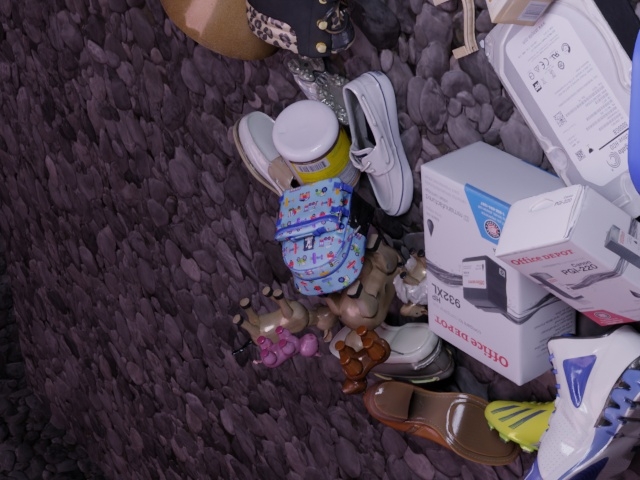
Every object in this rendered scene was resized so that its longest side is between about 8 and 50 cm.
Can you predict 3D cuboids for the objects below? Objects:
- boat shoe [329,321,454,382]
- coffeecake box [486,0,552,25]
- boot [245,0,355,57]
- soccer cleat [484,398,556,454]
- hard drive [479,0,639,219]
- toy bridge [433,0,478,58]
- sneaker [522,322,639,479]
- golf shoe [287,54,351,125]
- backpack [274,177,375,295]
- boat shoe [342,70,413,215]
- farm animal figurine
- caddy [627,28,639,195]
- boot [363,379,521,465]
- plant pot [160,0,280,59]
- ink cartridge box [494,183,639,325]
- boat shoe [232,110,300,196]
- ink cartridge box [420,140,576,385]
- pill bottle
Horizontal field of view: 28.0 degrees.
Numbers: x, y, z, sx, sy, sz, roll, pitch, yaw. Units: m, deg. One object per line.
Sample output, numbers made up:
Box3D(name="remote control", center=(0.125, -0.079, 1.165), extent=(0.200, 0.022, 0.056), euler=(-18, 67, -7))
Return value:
Box3D(name="boat shoe", center=(0.127, 0.206, 2.350), extent=(0.091, 0.109, 0.305), euler=(47, 156, -23))
Box3D(name="coffeecake box", center=(0.262, -0.400, 1.681), extent=(0.142, 0.068, 0.185), euler=(124, 142, -54))
Box3D(name="boot", center=(0.027, -0.417, 1.949), extent=(0.377, 0.138, 0.284), euler=(13, 138, 17))
Box3D(name="soccer cleat", center=(0.380, 0.296, 2.074), extent=(0.289, 0.093, 0.121), euler=(19, 96, 56))
Box3D(name="hard drive", center=(0.372, -0.192, 1.737), extent=(0.339, 0.064, 0.237), euler=(60, 149, 7))
Box3D(name="toy bridge", center=(0.196, -0.369, 1.915), extent=(0.063, 0.026, 0.188), euler=(-11, 101, 56))
Box3D(name="sneaker", center=(0.397, 0.240, 1.910), extent=(0.315, 0.127, 0.182), euler=(-56, 45, 22))
Box3D(name="golf shoe", center=(0.014, -0.257, 2.257), extent=(0.176, 0.069, 0.086), euler=(52, 168, 25))
Box3D(name="backpack", center=(0.000, 0.000, 2.174), extent=(0.158, 0.173, 0.117), euler=(-10, 146, 31))
Box3D(name="boat shoe", center=(0.087, -0.155, 2.175), extent=(0.095, 0.084, 0.258), euler=(10, 119, 54))
Box3D(name="farm animal figurine", center=(0.046, 0.131, 2.248), extent=(0.330, 0.327, 0.172), euler=(22, 161, 44))
Box3D(name="caddy", center=(0.486, -0.149, 1.424), extent=(0.179, 0.241, 0.341), euler=(37, 140, 49))
Box3D(name="boot", center=(0.210, 0.327, 2.295), extent=(0.220, 0.283, 0.109), euler=(99, -174, -79))
Box3D(name="plant pot", center=(-0.117, -0.477, 2.153), extent=(0.237, 0.237, 0.254), euler=(52, 133, 20))
Box3D(name="ink cartridge box", center=(0.373, 0.024, 1.747), extent=(0.218, 0.092, 0.158), euler=(33, 156, -22))
Box3D(name="boat shoe", center=(-0.042, -0.126, 2.382), extent=(0.302, 0.113, 0.103), euler=(51, 147, 2))
Box3D(name="ink cartridge box", center=(0.274, 0.034, 1.975), extent=(0.223, 0.129, 0.307), euler=(31, 136, 47))
Box3D(name="pill bottle", center=(0.001, -0.145, 2.221), extent=(0.117, 0.117, 0.215), euler=(46, 175, 29))
